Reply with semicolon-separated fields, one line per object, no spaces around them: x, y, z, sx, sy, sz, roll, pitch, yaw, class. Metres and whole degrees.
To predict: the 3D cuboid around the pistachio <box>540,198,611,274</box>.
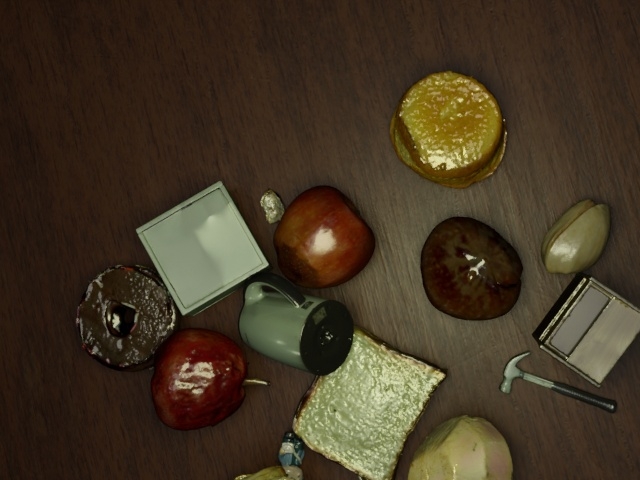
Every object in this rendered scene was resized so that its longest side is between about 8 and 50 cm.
0.540;-0.005;1.607;0.124;0.124;0.185;29;88;11;pistachio

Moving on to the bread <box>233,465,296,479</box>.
-0.187;0.676;1.639;0.314;0.191;0.370;-18;115;-26;bread

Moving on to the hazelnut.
0.313;0.067;1.614;0.234;0.218;0.218;44;97;7;hazelnut

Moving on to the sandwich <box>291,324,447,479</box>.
0.101;0.364;1.704;0.271;0.099;0.301;27;92;17;sandwich

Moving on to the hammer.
0.522;0.315;1.655;0.246;0.029;0.103;17;93;10;hammer

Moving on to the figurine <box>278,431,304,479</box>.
-0.074;0.517;1.750;0.086;0.087;0.149;12;76;-26;figurine

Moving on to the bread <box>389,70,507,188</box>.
0.283;-0.247;1.658;0.268;0.145;0.269;0;87;8;bread

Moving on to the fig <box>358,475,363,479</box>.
0.094;0.603;1.706;0.093;0.093;0.166;3;88;12;fig

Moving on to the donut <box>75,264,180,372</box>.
-0.455;0.186;1.825;0.269;0.103;0.270;-1;86;13;donut

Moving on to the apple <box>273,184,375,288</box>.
0.000;0.000;1.672;0.229;0.230;0.230;0;89;12;apple

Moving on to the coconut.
0.306;0.487;1.600;0.197;0.236;0.237;19;94;52;coconut

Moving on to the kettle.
-0.074;0.169;1.669;0.236;0.161;0.221;9;128;46;kettle

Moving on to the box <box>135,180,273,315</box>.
-0.264;0.023;1.761;0.225;0.117;0.225;-30;83;-2;box

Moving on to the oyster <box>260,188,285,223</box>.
-0.112;-0.083;1.800;0.054;0.019;0.083;-19;87;12;oyster

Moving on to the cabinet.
0.549;0.179;1.554;0.148;0.215;0.175;36;96;10;cabinet

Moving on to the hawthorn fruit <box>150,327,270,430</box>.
-0.248;0.311;1.734;0.265;0.210;0.230;0;96;-8;hawthorn fruit
